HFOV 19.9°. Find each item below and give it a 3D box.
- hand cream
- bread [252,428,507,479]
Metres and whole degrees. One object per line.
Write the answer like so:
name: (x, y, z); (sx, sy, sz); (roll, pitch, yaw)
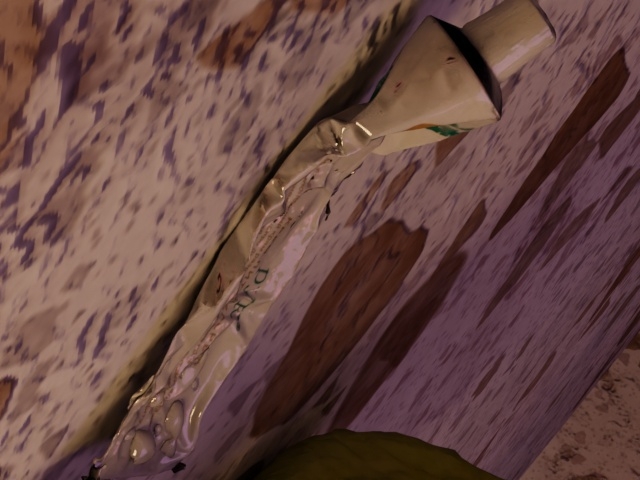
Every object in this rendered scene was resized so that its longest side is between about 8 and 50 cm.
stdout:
hand cream: (-0.003, -0.003, 0.734); (0.257, 0.050, 0.084); (-48, 166, 8)
bread: (0.038, 0.301, 1.048); (0.307, 0.348, 0.348); (-64, 164, 21)
